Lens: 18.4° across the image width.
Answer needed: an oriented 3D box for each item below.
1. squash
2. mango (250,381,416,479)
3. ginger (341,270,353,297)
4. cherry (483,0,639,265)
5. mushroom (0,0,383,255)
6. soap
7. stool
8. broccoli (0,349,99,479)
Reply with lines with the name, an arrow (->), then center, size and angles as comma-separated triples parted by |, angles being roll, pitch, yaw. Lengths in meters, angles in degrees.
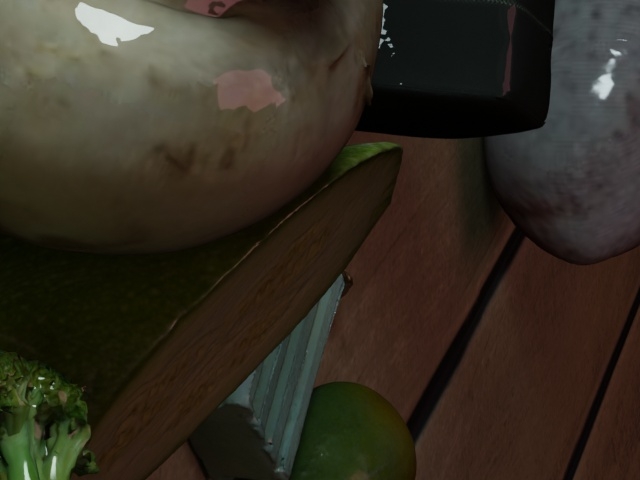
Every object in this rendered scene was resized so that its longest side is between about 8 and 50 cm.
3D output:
squash -> -0.061, 0.055, 1.056 | 0.189, 0.261, 0.189 | 171, -90, -79
mango -> 0.002, 0.215, 1.537 | 0.251, 0.114, 0.156 | -66, 158, -50
ginger -> -0.003, 0.003, 1.620 | 0.057, 0.044, 0.137 | -94, 174, -50
cherry -> 0.323, -0.152, 2.191 | 0.335, 0.291, 0.326 | -41, 149, -47
mushroom -> -0.088, -0.154, 0.922 | 0.290, 0.297, 0.297 | -52, -173, 38
soap -> -0.043, 0.072, 1.469 | 0.114, 0.063, 0.198 | 70, 28, -45
stool -> 0.073, -0.161, 1.560 | 0.232, 0.232, 0.141 | 20, 75, -70
broccoli -> -0.147, 0.186, 0.858 | 0.254, 0.269, 0.269 | 11, 81, -54
